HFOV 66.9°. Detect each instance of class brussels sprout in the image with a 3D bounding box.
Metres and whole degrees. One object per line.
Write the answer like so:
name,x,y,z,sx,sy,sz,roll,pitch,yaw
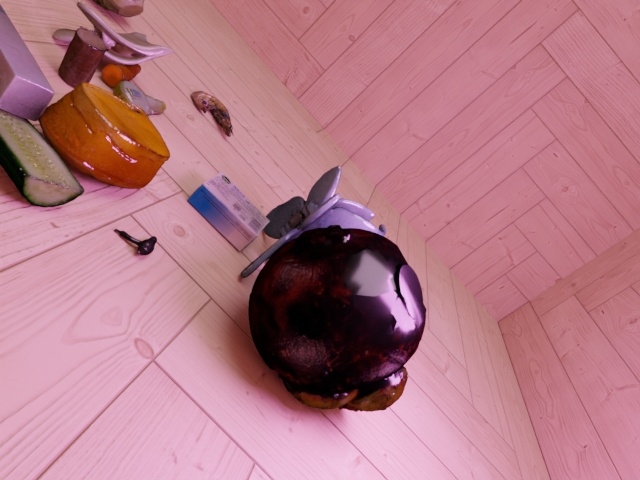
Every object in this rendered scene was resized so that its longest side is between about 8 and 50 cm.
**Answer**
brussels sprout,-0.696,-0.888,1.638,0.244,0.244,0.244,42,21,-20

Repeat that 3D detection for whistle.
whistle,-0.493,-0.387,1.351,0.104,0.057,0.198,61,18,2

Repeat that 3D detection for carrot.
carrot,-0.561,-0.487,1.399,0.061,0.061,0.209,43,18,-18

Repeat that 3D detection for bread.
bread,-0.440,-0.209,1.006,0.195,0.143,0.270,55,9,16

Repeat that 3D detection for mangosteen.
mangosteen,0.060,0.168,1.046,0.421,0.381,0.381,50,19,-11

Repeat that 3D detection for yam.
yam,-0.578,-0.440,1.175,0.084,0.127,0.084,37,24,-19

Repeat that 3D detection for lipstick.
lipstick,-0.625,-0.371,0.937,0.371,0.076,0.080,49,14,27

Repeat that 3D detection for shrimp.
shrimp,-0.384,-0.459,1.743,0.143,0.052,0.251,8,36,-47

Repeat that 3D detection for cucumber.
cucumber,-0.534,-0.163,0.849,0.244,0.063,0.115,51,13,13

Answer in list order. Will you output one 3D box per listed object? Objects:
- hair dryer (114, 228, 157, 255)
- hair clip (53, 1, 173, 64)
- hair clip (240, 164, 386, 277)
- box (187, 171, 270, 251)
hair dryer,-0.370,-0.006,0.974,0.083,0.031,0.079,35,12,-15
hair clip,-0.586,-0.561,1.360,0.172,0.113,0.282,36,16,32
hair clip,0.000,0.000,1.328,0.238,0.318,0.392,46,18,-16
box,-0.241,-0.080,1.302,0.194,0.073,0.139,46,20,-8
